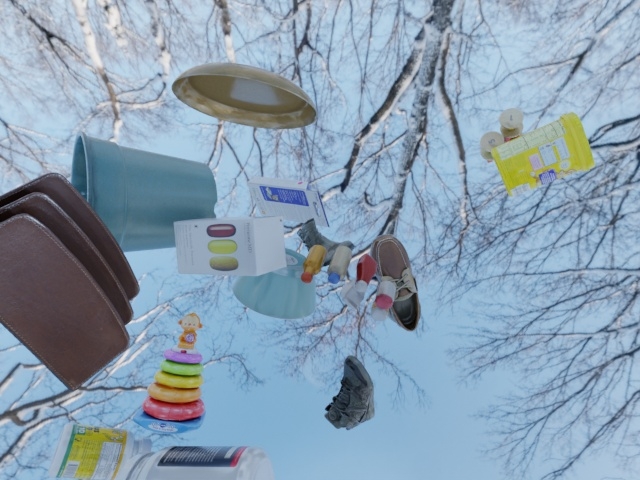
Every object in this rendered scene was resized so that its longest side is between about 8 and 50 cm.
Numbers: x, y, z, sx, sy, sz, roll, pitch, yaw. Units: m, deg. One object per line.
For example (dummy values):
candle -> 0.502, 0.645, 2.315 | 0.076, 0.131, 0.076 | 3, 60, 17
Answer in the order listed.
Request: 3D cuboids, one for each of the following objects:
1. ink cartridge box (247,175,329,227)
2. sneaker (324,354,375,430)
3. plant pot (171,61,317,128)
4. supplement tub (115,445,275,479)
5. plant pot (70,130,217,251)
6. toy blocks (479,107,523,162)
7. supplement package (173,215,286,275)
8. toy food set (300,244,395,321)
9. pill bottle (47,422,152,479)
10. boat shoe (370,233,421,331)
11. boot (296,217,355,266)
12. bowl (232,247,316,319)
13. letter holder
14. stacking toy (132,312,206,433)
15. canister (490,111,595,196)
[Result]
ink cartridge box -> -0.122, -0.161, 1.665 | 0.371, 0.175, 0.069 | 13, -133, 35
sneaker -> 0.073, 0.418, 1.092 | 0.130, 0.227, 0.087 | -23, -147, -28
plant pot -> -0.119, -0.236, 0.677 | 0.236, 0.236, 0.032 | 8, -91, 9
supplement tub -> -0.240, 0.506, 0.797 | 0.272, 0.191, 0.191 | -5, -128, 11
plant pot -> -0.495, -0.110, 1.155 | 0.334, 0.341, 0.341 | 0, -136, -38
toy blocks -> 0.451, -0.242, 1.019 | 0.054, 0.148, 0.123 | 42, -83, 27
supplement package -> -0.225, 0.010, 1.028 | 0.244, 0.139, 0.134 | -2, -174, 26
toy food set -> 0.072, 0.101, 0.872 | 0.232, 0.111, 0.104 | 45, -146, -14
pill bottle -> -0.538, 0.527, 1.015 | 0.208, 0.117, 0.117 | 21, -133, -26
boat shoe -> 0.238, 0.132, 1.228 | 0.123, 0.324, 0.116 | -23, -157, -1
boot -> 0.000, 0.000, 1.293 | 0.083, 0.246, 0.161 | -28, -91, -28
bowl -> -0.144, 0.130, 1.461 | 0.312, 0.163, 0.311 | 15, -161, -5
letter holder -> -0.437, 0.062, 0.707 | 0.152, 0.301, 0.214 | 21, -130, 42
stacking toy -> -0.377, 0.347, 1.116 | 0.175, 0.166, 0.301 | 12, -98, -6
canister -> 0.471, -0.179, 0.879 | 0.170, 0.126, 0.073 | -23, -159, 24
